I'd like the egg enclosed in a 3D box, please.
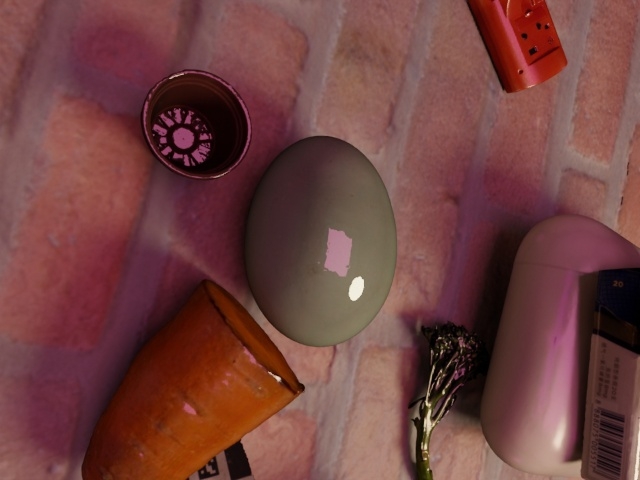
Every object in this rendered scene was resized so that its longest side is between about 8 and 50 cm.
[{"bbox_3d":[0.000,0.000,0.603,0.167,0.168,0.231,2,85,-25],"label":"egg"}]

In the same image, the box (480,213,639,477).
[{"bbox_3d":[0.363,0.154,0.773,0.288,0.141,0.349,21,82,-35],"label":"box"}]

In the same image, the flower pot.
[{"bbox_3d":[-0.138,-0.115,0.580,0.111,0.089,0.112,-1,92,-25],"label":"flower pot"}]

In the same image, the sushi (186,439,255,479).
[{"bbox_3d":[-0.145,0.336,0.570,0.192,0.051,0.215,-14,55,-21],"label":"sushi"}]

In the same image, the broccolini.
[{"bbox_3d":[0.181,0.244,0.762,0.123,0.062,0.272,1,97,-20],"label":"broccolini"}]

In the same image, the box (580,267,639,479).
[{"bbox_3d":[0.397,0.160,0.667,0.168,0.071,0.260,-1,97,-36],"label":"box"}]

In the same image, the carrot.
[{"bbox_3d":[-0.141,0.173,0.565,0.225,0.159,0.159,-46,108,-7],"label":"carrot"}]

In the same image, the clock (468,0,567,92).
[{"bbox_3d":[0.297,-0.305,0.797,0.113,0.061,0.155,-34,106,-21],"label":"clock"}]
